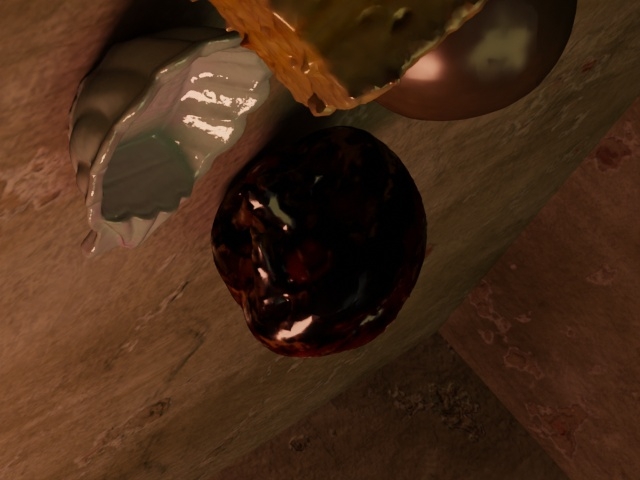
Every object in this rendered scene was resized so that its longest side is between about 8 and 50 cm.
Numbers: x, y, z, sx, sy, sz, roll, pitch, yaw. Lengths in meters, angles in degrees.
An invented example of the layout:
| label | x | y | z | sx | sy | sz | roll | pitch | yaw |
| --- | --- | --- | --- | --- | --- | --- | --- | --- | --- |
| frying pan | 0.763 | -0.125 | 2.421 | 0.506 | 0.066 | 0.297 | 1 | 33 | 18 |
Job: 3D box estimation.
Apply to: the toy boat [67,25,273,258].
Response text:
| label | x | y | z | sx | sy | sz | roll | pitch | yaw |
| --- | --- | --- | --- | --- | --- | --- | --- | --- | --- |
| toy boat | -0.154 | -0.104 | 0.985 | 0.199 | 0.100 | 0.290 | -24 | 156 | -45 |

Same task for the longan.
| label | x | y | z | sx | sy | sz | roll | pitch | yaw |
| --- | --- | --- | --- | --- | --- | --- | --- | --- | --- |
| longan | 0.123 | -0.243 | 1.032 | 0.258 | 0.258 | 0.258 | -38 | 164 | -13 |

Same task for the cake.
| label | x | y | z | sx | sy | sz | roll | pitch | yaw |
| --- | --- | --- | --- | --- | --- | --- | --- | --- | --- |
| cake | -0.010 | -0.253 | 0.678 | 0.227 | 0.286 | 0.222 | -43 | -167 | -3 |

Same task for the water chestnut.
| label | x | y | z | sx | sy | sz | roll | pitch | yaw |
| --- | --- | --- | --- | --- | --- | --- | --- | --- | --- |
| water chestnut | 0.000 | 0.000 | 1.325 | 0.289 | 0.289 | 0.244 | -42 | -177 | 1 |
